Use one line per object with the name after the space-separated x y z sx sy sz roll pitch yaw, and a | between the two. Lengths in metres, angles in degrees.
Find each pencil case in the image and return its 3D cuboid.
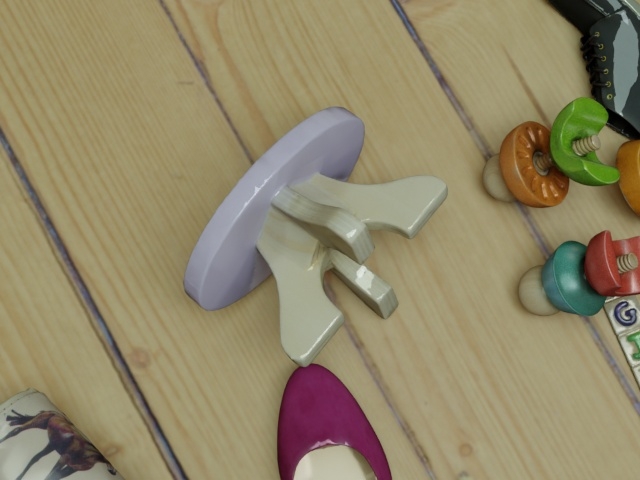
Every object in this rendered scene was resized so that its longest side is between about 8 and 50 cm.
-0.236 0.361 1.261 0.410 0.160 0.183 44 93 7 | pencil case

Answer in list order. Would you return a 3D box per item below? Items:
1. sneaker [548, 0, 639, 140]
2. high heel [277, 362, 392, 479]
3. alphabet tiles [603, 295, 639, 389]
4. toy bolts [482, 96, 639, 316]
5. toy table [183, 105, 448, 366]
0.333 -0.224 1.398 0.222 0.083 0.118 39 83 5 | sneaker
0.032 0.311 1.257 0.127 0.181 0.377 -17 81 -3 | high heel
0.463 0.086 1.383 0.237 0.009 0.198 -22 81 -3 | alphabet tiles
0.301 -0.019 1.364 0.218 0.158 0.229 12 65 -38 | toy bolts
0.000 0.000 1.298 0.161 0.252 0.274 36 91 23 | toy table
